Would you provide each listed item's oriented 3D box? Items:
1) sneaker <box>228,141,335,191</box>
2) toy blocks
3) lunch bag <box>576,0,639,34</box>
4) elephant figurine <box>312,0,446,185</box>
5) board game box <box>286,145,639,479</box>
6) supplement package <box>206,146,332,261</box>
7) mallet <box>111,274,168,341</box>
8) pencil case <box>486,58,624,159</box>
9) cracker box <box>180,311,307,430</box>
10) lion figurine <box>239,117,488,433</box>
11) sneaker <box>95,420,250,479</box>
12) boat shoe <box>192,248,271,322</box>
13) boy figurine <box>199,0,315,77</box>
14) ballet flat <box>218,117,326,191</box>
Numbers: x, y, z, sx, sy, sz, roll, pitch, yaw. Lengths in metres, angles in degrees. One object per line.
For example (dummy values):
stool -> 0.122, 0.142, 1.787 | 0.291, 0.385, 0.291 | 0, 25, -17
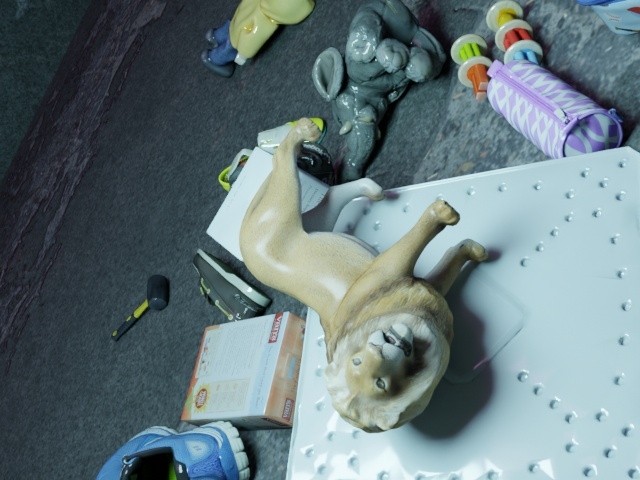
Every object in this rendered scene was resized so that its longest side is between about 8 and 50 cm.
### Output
sneaker -> -0.049, -0.093, 1.611 | 0.098, 0.276, 0.135 | 24, 89, 20
toy blocks -> 0.240, -0.239, 1.480 | 0.123, 0.054, 0.148 | -43, 36, 28
lunch bag -> 0.424, -0.400, 1.279 | 0.243, 0.115, 0.303 | -10, 59, 51
elephant figurine -> 0.064, -0.236, 1.664 | 0.186, 0.169, 0.239 | -51, -1, -45
board game box -> 0.163, 0.101, 1.197 | 0.390, 0.050, 0.390 | -9, 55, 26
supplement package -> 0.000, 0.000, 1.462 | 0.139, 0.244, 0.134 | -60, 30, 2
mallet -> -0.344, 0.143, 2.076 | 0.189, 0.039, 0.062 | -49, 35, 30
pencil case -> 0.277, -0.152, 1.324 | 0.086, 0.088, 0.206 | -59, 30, 13
cracker box -> -0.106, 0.200, 1.638 | 0.232, 0.067, 0.155 | -15, 55, 52
lion figurine -> 0.017, 0.034, 1.207 | 0.240, 0.142, 0.392 | -48, 45, -8
sneaker -> -0.254, 0.344, 1.633 | 0.330, 0.147, 0.129 | -26, 78, 46
boat shoe -> -0.162, 0.077, 1.804 | 0.068, 0.081, 0.228 | -57, 33, 0
boy figurine -> -0.122, -0.430, 2.138 | 0.285, 0.092, 0.177 | -27, 45, 43
ballet flat -> -0.091, -0.145, 1.877 | 0.231, 0.077, 0.077 | -36, 39, 37
